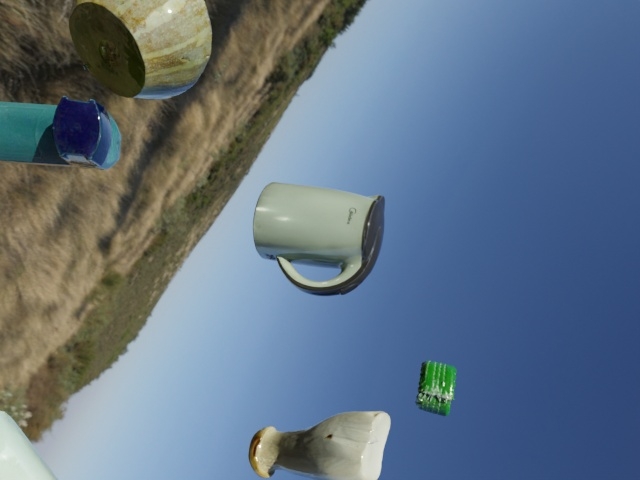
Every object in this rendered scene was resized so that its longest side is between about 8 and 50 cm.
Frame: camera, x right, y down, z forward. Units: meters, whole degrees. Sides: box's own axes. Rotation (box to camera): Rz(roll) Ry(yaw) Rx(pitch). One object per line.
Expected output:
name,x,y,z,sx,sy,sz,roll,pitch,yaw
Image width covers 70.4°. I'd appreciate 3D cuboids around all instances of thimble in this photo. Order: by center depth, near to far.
thimble,0.287,0.366,1.127,0.130,0.090,0.118,-18,117,-72

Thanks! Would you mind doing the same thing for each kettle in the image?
kettle,0.000,0.000,0.888,0.161,0.236,0.221,64,38,-59

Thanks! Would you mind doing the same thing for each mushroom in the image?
mushroom,-0.009,0.466,1.023,0.328,0.122,0.159,-14,-168,28

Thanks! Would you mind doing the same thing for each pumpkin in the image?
pumpkin,-0.274,-0.297,0.643,0.217,0.217,0.110,-43,-164,37

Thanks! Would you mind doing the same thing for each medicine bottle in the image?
medicine bottle,-0.384,-0.140,0.593,0.124,0.258,0.079,-23,117,-85

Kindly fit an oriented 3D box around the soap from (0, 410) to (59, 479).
soap,-0.179,0.252,0.233,0.172,0.289,0.095,-35,171,-43
